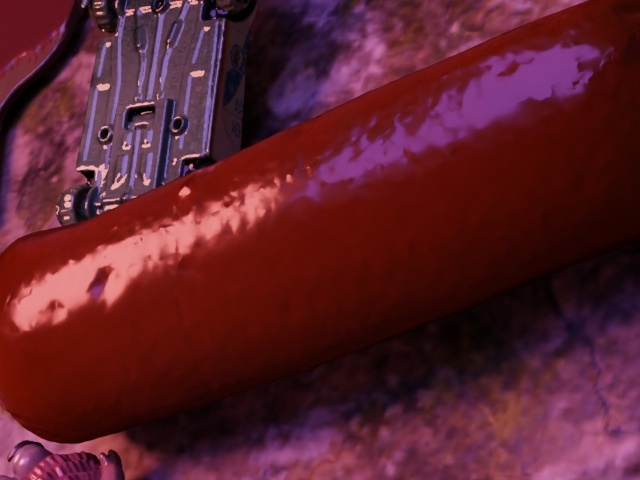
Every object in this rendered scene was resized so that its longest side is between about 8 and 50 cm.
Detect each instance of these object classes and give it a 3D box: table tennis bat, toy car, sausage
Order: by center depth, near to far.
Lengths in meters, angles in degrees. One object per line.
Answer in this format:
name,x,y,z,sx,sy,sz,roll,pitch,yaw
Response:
sausage,0.000,0.001,0.657,0.348,0.097,0.094,-21,8,26
toy car,-0.067,-0.066,0.790,0.093,0.058,0.186,-6,69,35
table tennis bat,-0.185,-0.098,0.931,0.131,0.022,0.234,-20,48,24

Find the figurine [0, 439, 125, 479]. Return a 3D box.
figurine,-0.085,0.118,0.682,0.072,0.054,0.129,-46,34,-21
